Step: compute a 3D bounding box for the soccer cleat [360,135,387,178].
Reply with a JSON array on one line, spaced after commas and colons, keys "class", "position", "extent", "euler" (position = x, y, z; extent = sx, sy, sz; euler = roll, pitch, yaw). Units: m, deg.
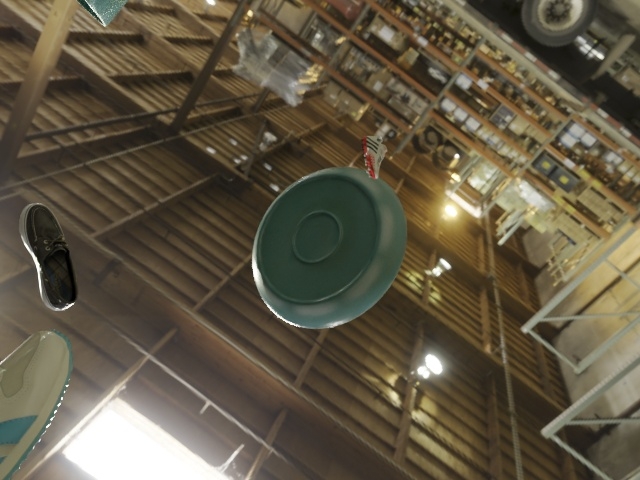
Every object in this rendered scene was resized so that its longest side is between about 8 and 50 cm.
[{"class": "soccer cleat", "position": [0.080, -0.123, 0.775], "extent": [0.029, 0.035, 0.083], "euler": [75, -174, -48]}]

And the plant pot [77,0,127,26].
[{"class": "plant pot", "position": [-0.369, -0.537, 0.848], "extent": [0.293, 0.235, 0.293], "euler": [46, 177, 4]}]

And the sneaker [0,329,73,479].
[{"class": "sneaker", "position": [-0.276, 0.148, 0.384], "extent": [0.092, 0.087, 0.229], "euler": [50, -130, -22]}]

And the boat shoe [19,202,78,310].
[{"class": "boat shoe", "position": [-0.546, 0.030, 1.095], "extent": [0.080, 0.076, 0.228], "euler": [-9, -93, -52]}]

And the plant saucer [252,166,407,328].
[{"class": "plant saucer", "position": [0.000, 0.000, 0.976], "extent": [0.317, 0.317, 0.044], "euler": [54, -170, 34]}]
